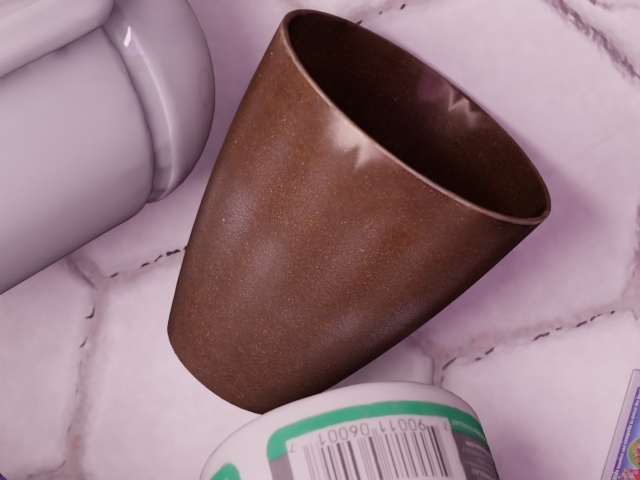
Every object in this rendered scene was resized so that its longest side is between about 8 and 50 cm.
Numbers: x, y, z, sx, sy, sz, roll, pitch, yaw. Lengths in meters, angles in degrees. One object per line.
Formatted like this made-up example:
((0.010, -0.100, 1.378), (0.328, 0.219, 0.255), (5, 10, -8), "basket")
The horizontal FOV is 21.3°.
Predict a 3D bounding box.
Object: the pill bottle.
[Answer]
((0.052, 0.289, 1.077), (0.204, 0.204, 0.361), (-19, 58, 7), "pill bottle")

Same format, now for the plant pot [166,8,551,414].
((0.000, 0.000, 1.151), (0.215, 0.215, 0.230), (38, 112, 1), "plant pot")

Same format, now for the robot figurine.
((-0.213, -0.077, 1.098), (0.353, 0.300, 0.200), (-32, 85, -28), "robot figurine")

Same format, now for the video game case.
((0.271, 0.150, 1.219), (0.122, 0.011, 0.087), (16, 97, 4), "video game case")

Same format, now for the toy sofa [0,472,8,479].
((-0.199, 0.226, 1.114), (0.177, 0.150, 0.362), (-32, 127, 11), "toy sofa")
